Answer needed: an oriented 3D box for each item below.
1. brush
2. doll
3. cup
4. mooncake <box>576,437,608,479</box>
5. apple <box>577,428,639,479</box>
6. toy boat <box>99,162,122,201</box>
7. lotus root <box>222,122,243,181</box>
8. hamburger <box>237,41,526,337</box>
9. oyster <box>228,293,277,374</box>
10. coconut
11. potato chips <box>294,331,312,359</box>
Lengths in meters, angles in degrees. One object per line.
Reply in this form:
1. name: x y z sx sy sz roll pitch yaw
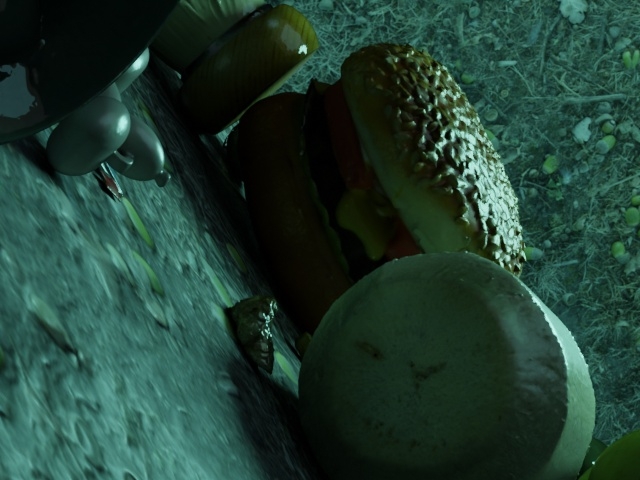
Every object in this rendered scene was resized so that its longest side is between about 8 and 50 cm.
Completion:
1. brush: -0.115 -0.228 1.707 0.166 0.174 0.266 49 -4 -1
2. doll: -0.161 -0.105 0.980 0.161 0.059 0.160 38 26 -28
3. cup: -0.179 -0.170 0.769 0.150 0.199 0.199 41 -1 18
4. mooncake: 0.289 0.401 1.595 0.356 0.194 0.356 56 16 -25
5. apple: 0.312 0.326 1.254 0.305 0.338 0.338 42 6 -1
6. toy boat: -0.182 -0.103 1.077 0.105 0.034 0.149 57 17 -51
7. lotus root: -0.076 -0.109 1.794 0.088 0.088 0.165 58 -2 -10
8. hamburger: 0.073 -0.047 1.612 0.330 0.250 0.330 -20 90 -74
9. oyster: -0.043 0.078 1.229 0.083 0.038 0.081 60 3 32
10. coconut: 0.113 0.139 1.268 0.237 0.237 0.266 61 6 28
11. potato chips: 0.027 0.156 1.491 0.204 0.037 0.026 48 0 -36
